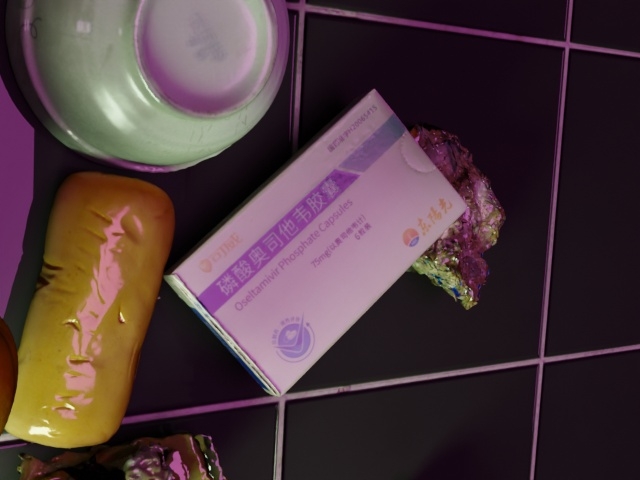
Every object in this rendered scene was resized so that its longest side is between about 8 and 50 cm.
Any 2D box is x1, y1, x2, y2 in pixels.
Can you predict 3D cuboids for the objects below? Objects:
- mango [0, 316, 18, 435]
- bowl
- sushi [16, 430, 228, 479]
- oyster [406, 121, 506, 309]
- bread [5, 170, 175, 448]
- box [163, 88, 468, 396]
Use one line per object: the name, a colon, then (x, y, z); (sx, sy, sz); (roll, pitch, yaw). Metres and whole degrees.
mango: (-0.453, 0.136, 0.829); (0.378, 0.221, 0.263); (-20, 113, -23)
bowl: (-0.157, -0.218, 1.028); (0.307, 0.163, 0.307); (-9, 106, -36)
sushi: (-0.237, 0.279, 1.052); (0.291, 0.131, 0.139); (-16, 91, -34)
oyster: (0.166, -0.033, 1.333); (0.198, 0.092, 0.259); (-13, 102, -38)
bread: (-0.244, 0.079, 1.051); (0.142, 0.091, 0.305); (15, 88, -31)
box: (0.000, 0.000, 1.180); (0.343, 0.065, 0.200); (-44, 104, -16)
